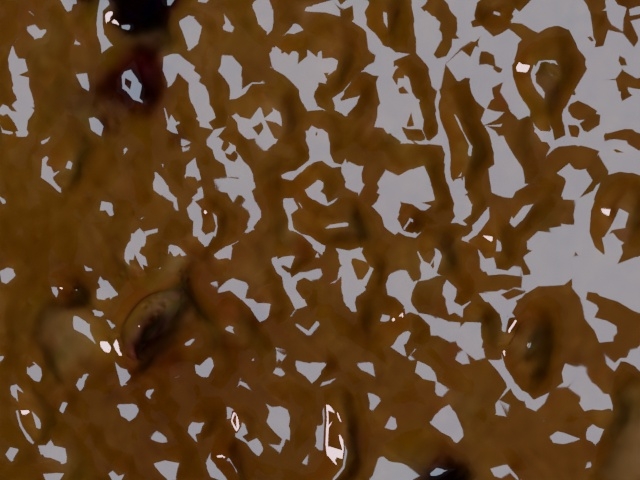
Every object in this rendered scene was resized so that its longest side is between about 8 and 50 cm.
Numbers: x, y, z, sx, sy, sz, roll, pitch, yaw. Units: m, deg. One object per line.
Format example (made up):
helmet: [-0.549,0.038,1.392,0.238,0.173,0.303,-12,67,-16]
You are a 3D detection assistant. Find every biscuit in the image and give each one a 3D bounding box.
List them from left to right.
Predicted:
biscuit: [0.000,0.000,0.432,0.296,0.075,0.296,3,99,17]
